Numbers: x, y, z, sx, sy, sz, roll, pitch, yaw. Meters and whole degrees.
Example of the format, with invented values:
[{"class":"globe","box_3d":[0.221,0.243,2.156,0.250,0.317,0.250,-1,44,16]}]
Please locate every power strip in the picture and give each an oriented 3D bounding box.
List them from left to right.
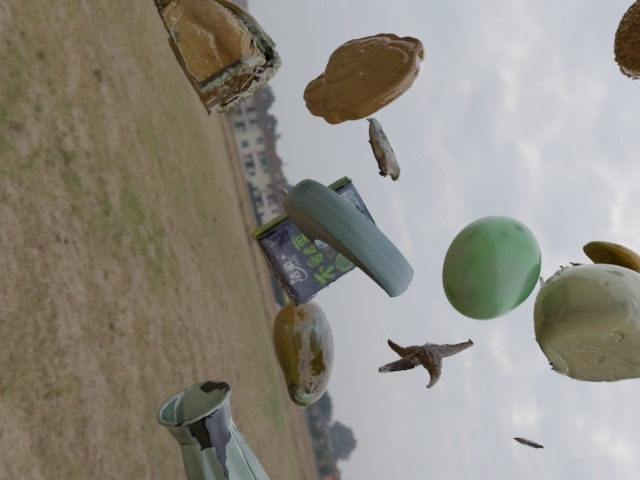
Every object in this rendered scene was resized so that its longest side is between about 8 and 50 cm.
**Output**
[{"class":"power strip","box_3d":[0.018,-0.019,0.904,0.253,0.054,0.168,35,-13,52]}]

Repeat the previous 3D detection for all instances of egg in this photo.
[{"class":"egg","box_3d":[0.406,0.065,1.509,0.220,0.270,0.220,31,-28,18]}]

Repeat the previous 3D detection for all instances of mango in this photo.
[{"class":"mango","box_3d":[-0.042,0.300,1.710,0.192,0.146,0.317,32,38,-36]},{"class":"mango","box_3d":[0.806,0.057,1.723,0.187,0.066,0.101,35,-43,28]}]

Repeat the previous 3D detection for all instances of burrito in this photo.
[{"class":"burrito","box_3d":[0.126,-0.187,1.295,0.051,0.042,0.171,31,30,-41]}]

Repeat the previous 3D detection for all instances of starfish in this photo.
[{"class":"starfish","box_3d":[0.220,0.238,1.291,0.238,0.212,0.057,-100,179,-83]}]

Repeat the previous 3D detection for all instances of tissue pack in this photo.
[{"class":"tissue pack","box_3d":[0.000,0.000,1.290,0.174,0.235,0.073,59,-10,-12]}]

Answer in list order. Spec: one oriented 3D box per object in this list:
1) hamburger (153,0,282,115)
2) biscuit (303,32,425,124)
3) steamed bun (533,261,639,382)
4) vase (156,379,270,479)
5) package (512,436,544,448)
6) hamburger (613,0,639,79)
[{"class":"hamburger","box_3d":[-0.176,-0.329,1.047,0.208,0.155,0.135,54,-7,14]},{"class":"biscuit","box_3d":[0.099,-0.432,1.654,0.351,0.312,0.057,38,-11,51]},{"class":"steamed bun","box_3d":[0.700,0.190,1.560,0.334,0.311,0.233,55,36,-42]},{"class":"vase","box_3d":[-0.134,0.399,0.971,0.165,0.165,0.361,-120,-169,-74]},{"class":"package","box_3d":[0.436,0.425,1.329,0.110,0.037,0.015,85,27,-78]},{"class":"hamburger","box_3d":[0.947,-0.571,1.740,0.294,0.179,0.276,-7,-116,65]}]
